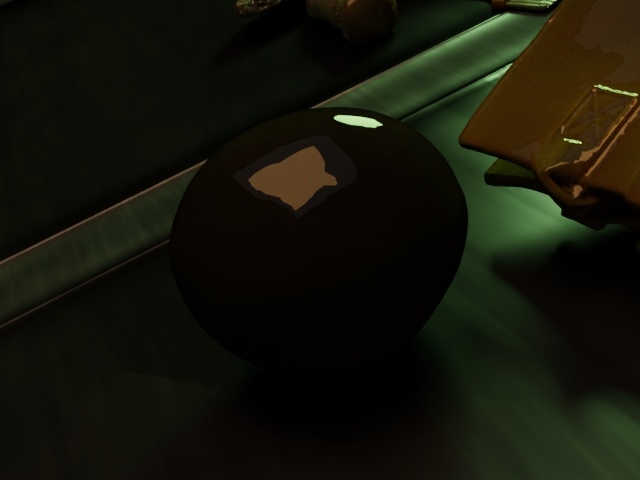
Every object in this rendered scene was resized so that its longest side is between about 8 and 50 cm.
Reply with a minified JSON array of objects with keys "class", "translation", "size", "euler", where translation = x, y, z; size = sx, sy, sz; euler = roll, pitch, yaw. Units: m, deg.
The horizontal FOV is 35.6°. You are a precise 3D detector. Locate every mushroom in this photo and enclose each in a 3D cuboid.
[{"class":"mushroom","translation":[0.031,-0.315,1.342],"size":[0.084,0.071,0.209],"euler":[-21,26,-13]}]

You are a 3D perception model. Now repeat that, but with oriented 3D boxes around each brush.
[{"class":"brush","translation":[0.203,-0.335,1.322],"size":[0.090,0.017,0.314],"euler":[-36,33,-25]}]

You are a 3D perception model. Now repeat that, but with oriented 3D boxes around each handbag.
[{"class":"handbag","translation":[0.318,-0.088,0.712],"size":[0.283,0.133,0.401],"euler":[-43,39,-16]}]

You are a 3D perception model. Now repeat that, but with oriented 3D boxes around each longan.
[{"class":"longan","translation":[0.000,0.000,0.719],"size":[0.220,0.197,0.197],"euler":[-13,30,-1]}]

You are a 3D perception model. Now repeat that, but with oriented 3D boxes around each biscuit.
[{"class":"biscuit","translation":[-0.026,-0.377,1.479],"size":[0.249,0.032,0.133],"euler":[-26,13,-16]}]
